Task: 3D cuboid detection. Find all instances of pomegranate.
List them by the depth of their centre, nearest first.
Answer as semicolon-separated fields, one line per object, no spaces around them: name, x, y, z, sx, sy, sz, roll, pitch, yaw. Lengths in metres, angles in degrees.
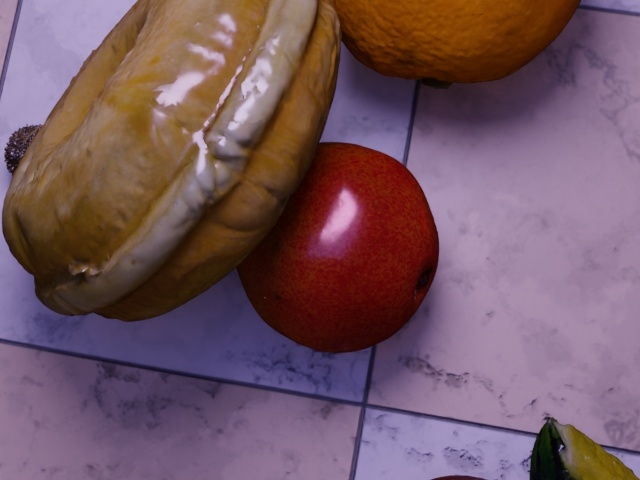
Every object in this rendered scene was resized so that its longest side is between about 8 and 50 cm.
pomegranate;0.000;0.000;1.142;0.257;0.221;0.221;17;81;36

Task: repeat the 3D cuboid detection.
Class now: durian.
durian;-0.332;-0.091;1.250;0.080;0.080;0.091;35;96;10

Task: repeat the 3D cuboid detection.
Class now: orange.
orange;0.136;-0.307;1.132;0.312;0.312;0.312;-1;80;5

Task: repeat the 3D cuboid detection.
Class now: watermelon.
watermelon;0.329;0.316;1.128;0.301;0.123;0.129;42;54;11

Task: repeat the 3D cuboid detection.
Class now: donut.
donut;-0.149;-0.110;1.078;0.198;0.449;0.449;33;84;-23

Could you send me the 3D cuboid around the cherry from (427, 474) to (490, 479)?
cherry;0.166;0.334;1.059;0.206;0.239;0.239;-26;78;23
